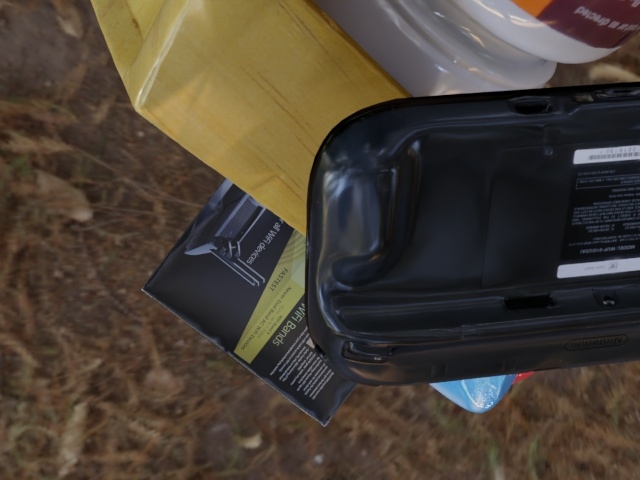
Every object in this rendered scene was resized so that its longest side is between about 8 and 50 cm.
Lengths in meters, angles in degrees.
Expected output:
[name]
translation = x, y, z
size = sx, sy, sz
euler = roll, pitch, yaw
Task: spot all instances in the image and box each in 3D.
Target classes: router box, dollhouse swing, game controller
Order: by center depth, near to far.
[game controller]
translation = 0.149, -0.006, 0.698
size = 0.319, 0.067, 0.167
euler = -5, 114, -12
[dollhouse swing]
translation = -0.003, -0.243, 0.870
size = 0.305, 0.315, 0.347
euler = -41, 44, 14
[router box]
translation = 0.000, 0.000, 1.370
size = 0.243, 0.081, 0.309
euler = 38, 91, -5

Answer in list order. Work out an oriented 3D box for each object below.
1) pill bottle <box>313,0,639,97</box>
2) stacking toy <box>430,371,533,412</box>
[pill bottle]
translation = 0.172, -0.256, 0.814
size = 0.224, 0.224, 0.392
euler = 50, 123, 7
[stacking toy]
translation = 0.206, 0.038, 1.138
size = 0.165, 0.301, 0.175
euler = 37, 116, 39
